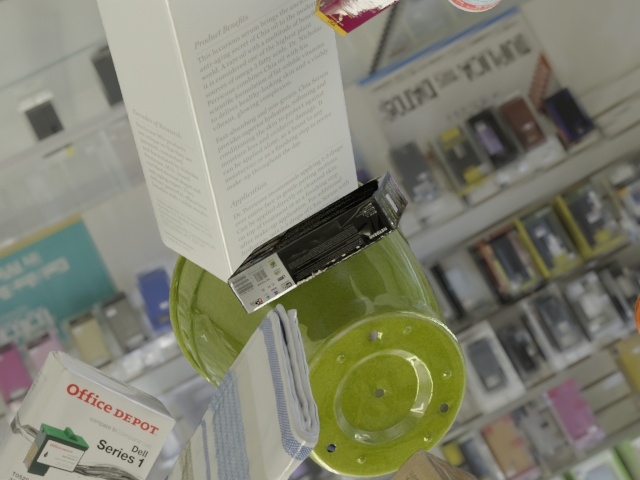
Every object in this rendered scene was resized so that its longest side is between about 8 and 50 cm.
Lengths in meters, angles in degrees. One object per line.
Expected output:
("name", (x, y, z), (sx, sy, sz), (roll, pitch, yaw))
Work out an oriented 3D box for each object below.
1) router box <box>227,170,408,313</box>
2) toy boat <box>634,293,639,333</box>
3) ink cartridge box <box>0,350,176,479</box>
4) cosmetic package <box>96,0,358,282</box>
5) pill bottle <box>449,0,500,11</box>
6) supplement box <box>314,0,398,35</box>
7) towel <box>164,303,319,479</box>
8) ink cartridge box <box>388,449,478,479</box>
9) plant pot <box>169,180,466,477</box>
("router box", (0.000, 0.000, 1.439), (0.179, 0.046, 0.133), (-30, -172, 16))
("toy boat", (0.297, 0.063, 0.976), (0.231, 0.151, 0.151), (-64, 163, -56))
("ink cartridge box", (-0.295, 0.264, 1.646), (0.219, 0.160, 0.092), (-62, -158, -2))
("cosmetic package", (-0.110, -0.197, 1.688), (0.230, 0.161, 0.453), (-35, 134, -29))
("pill bottle", (0.191, -0.322, 1.557), (0.087, 0.087, 0.160), (-26, 174, -13))
("supplement box", (0.039, -0.246, 1.348), (0.043, 0.055, 0.083), (34, 135, -32))
("towel", (-0.087, 0.219, 1.278), (0.285, 0.034, 0.209), (-58, -158, 22))
("ink cartridge box", (0.092, 0.305, 1.027), (0.193, 0.235, 0.088), (-50, 134, 10))
("plant pot", (0.018, 0.134, 1.871), (0.366, 0.367, 0.353), (-27, -150, -9))
